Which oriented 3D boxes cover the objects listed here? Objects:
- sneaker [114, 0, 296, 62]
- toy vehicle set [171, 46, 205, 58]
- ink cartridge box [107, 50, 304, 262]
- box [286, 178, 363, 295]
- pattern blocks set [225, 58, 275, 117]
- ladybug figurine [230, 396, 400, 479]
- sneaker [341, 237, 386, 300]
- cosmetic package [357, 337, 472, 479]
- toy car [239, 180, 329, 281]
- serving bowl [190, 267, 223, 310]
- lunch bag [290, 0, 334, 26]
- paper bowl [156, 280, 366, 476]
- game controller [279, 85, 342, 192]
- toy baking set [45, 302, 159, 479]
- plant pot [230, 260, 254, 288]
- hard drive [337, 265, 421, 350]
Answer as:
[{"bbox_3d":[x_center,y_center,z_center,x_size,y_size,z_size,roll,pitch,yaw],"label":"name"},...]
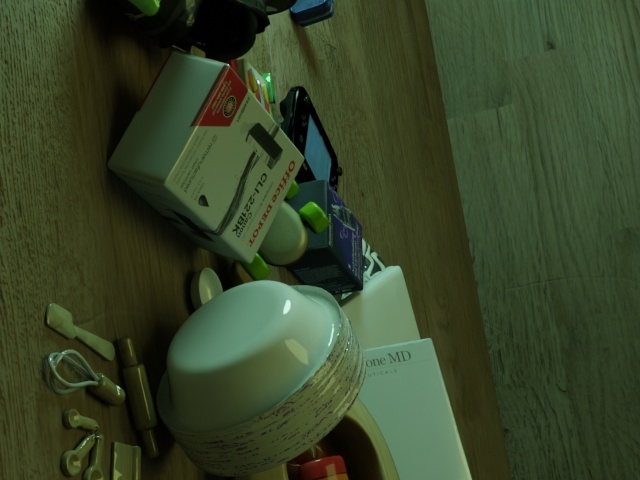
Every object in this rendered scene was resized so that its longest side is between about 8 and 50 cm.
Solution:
[{"bbox_3d":[-0.166,-0.370,1.621,0.202,0.185,0.482,59,30,2],"label":"sneaker"},{"bbox_3d":[-0.184,-0.192,1.718,0.166,0.035,0.267,29,52,-66],"label":"toy vehicle set"},{"bbox_3d":[-0.158,-0.115,1.516,0.197,0.114,0.273,-64,149,-14],"label":"ink cartridge box"},{"bbox_3d":[0.000,0.000,2.023,0.207,0.108,0.153,49,35,-56],"label":"box"},{"bbox_3d":[-0.118,-0.251,1.882,0.325,0.026,0.286,-44,124,-77],"label":"pattern blocks set"},{"bbox_3d":[-0.011,0.420,1.573,0.305,0.162,0.450,6,63,-40],"label":"ladybug figurine"},{"bbox_3d":[0.108,0.112,2.285,0.153,0.094,0.235,25,45,-57],"label":"sneaker"},{"bbox_3d":[0.130,0.421,1.796,0.161,0.230,0.454,122,-44,-62],"label":"cosmetic package"},{"bbox_3d":[-0.082,-0.007,1.743,0.149,0.155,0.188,48,-10,12],"label":"toy car"},{"bbox_3d":[-0.178,0.085,1.584,0.083,0.027,0.083,-11,90,-71],"label":"serving bowl"},{"bbox_3d":[-0.015,-0.525,2.304,0.065,0.098,0.067,51,27,-58],"label":"lunch bag"},{"bbox_3d":[-0.092,0.165,1.391,0.148,0.284,0.284,62,24,-28],"label":"paper bowl"},{"bbox_3d":[-0.017,-0.168,2.094,0.319,0.067,0.167,60,24,-58],"label":"game controller"},{"bbox_3d":[-0.264,0.195,1.268,0.196,0.030,0.256,-9,88,-71],"label":"toy baking set"},{"bbox_3d":[-0.074,0.131,1.704,0.236,0.032,0.236,49,4,-5],"label":"plant pot"},{"bbox_3d":[0.096,0.203,2.116,0.307,0.040,0.203,-32,111,-48],"label":"hard drive"}]
